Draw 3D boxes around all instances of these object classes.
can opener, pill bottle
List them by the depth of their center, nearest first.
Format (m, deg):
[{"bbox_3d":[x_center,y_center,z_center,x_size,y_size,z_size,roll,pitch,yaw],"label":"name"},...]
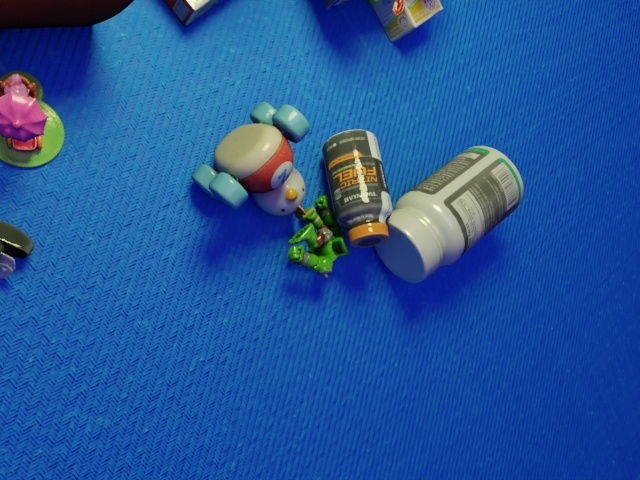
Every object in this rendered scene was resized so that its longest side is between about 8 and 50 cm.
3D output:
[{"bbox_3d":[-0.628,-0.026,0.838,0.280,0.074,0.093,33,40,-25],"label":"can opener"},{"bbox_3d":[0.086,-0.110,1.141,0.130,0.130,0.246,0,69,-28],"label":"pill bottle"},{"bbox_3d":[0.311,-0.066,1.259,0.361,0.204,0.204,-35,105,-24],"label":"pill bottle"}]

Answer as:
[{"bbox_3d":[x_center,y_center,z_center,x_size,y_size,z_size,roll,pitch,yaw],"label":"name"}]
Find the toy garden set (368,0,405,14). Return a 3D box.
[{"bbox_3d":[0.172,-0.597,1.056,0.203,0.049,0.245,31,84,-23],"label":"toy garden set"}]

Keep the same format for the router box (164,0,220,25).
[{"bbox_3d":[-0.247,-0.665,1.040,0.335,0.082,0.301,-46,109,-21],"label":"router box"}]

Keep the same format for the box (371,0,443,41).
[{"bbox_3d":[0.192,-0.620,1.263,0.114,0.103,0.203,-39,106,-23],"label":"box"}]

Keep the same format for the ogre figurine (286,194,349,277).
[{"bbox_3d":[0.000,0.000,1.146,0.118,0.096,0.197,50,24,-24],"label":"ogre figurine"}]

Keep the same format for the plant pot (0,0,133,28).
[{"bbox_3d":[-0.473,-0.479,0.827,0.267,0.235,0.268,-15,97,-28],"label":"plant pot"}]

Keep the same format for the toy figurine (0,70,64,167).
[{"bbox_3d":[-0.497,-0.220,0.852,0.130,0.159,0.173,-3,90,-28],"label":"toy figurine"}]

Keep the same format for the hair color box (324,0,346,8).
[{"bbox_3d":[0.136,-0.665,1.119,0.338,0.110,0.185,-29,105,-16],"label":"hair color box"}]

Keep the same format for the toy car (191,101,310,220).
[{"bbox_3d":[-0.093,-0.121,1.057,0.219,0.210,0.238,-49,123,-9],"label":"toy car"}]
